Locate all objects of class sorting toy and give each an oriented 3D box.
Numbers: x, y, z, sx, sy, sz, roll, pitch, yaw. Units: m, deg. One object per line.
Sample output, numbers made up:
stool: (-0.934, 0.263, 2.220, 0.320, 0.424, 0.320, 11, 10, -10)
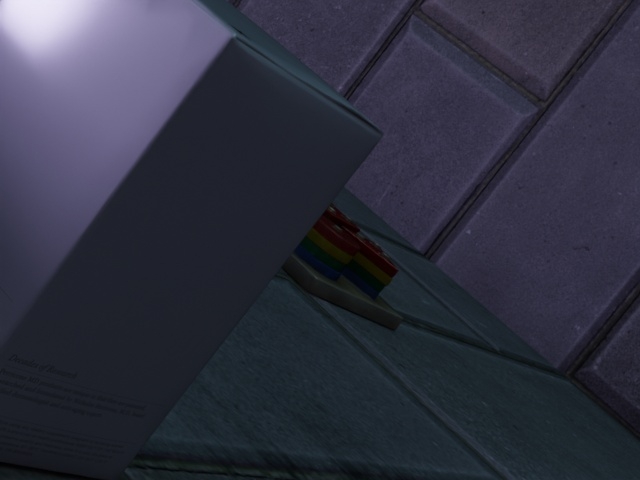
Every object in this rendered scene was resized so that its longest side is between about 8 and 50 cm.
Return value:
sorting toy: (0.000, 0.000, 2.083, 0.255, 0.089, 0.257, 43, 9, 35)

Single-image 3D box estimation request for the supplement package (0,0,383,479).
supplement package: (-0.139, -0.023, 0.864, 0.177, 0.293, 0.175, 44, 10, 34)
